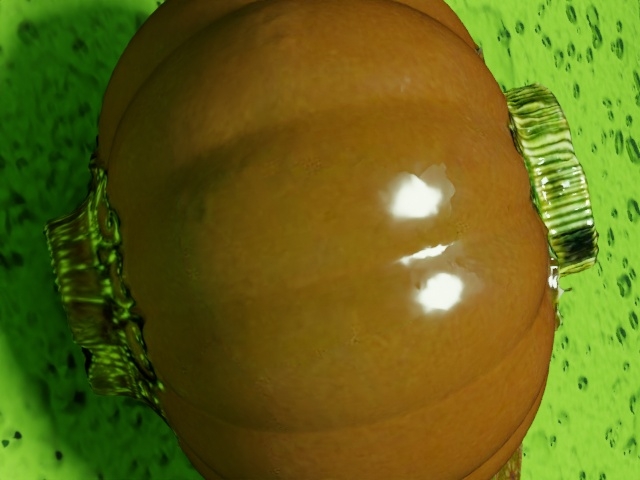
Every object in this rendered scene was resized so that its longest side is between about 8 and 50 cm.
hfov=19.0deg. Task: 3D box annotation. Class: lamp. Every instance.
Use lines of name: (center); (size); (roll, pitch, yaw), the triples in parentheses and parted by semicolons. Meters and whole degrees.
lamp: (0.000, 0.000, 0.716); (0.223, 0.196, 0.223); (166, -90, -86)

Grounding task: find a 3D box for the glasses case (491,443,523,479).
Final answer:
glasses case: (0.051, 0.125, 0.865); (0.049, 0.075, 0.218); (36, 53, -50)
